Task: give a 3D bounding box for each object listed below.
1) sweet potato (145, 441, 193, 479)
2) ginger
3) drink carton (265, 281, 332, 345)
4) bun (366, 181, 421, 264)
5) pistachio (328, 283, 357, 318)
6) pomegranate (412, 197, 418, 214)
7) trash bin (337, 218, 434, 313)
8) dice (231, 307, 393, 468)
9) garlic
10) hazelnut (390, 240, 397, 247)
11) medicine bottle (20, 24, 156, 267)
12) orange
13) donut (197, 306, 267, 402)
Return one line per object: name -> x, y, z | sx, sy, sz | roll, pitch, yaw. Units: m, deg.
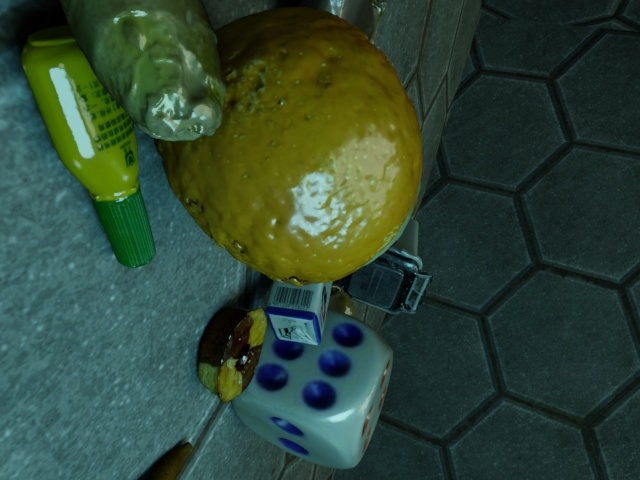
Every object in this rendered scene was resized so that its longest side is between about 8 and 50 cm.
sweet potato -> -0.292, 0.429, 0.692 | 0.264, 0.057, 0.057 | -34, 136, -59
ginger -> -0.158, -0.203, 0.337 | 0.116, 0.109, 0.263 | -46, 118, -48
drink carton -> -0.028, 0.059, 0.949 | 0.131, 0.106, 0.315 | 84, 15, -52
bun -> 0.042, -0.088, 0.799 | 0.179, 0.283, 0.283 | 33, 68, -25
pistachio -> 0.017, 0.275, 1.282 | 0.166, 0.197, 0.288 | -158, -112, -67
pomegranate -> 0.226, -0.142, 1.432 | 0.207, 0.207, 0.207 | 17, 90, -71
trash bin -> 0.252, 0.062, 1.538 | 0.368, 0.296, 0.256 | -58, 164, -56
dice -> -0.011, 0.345, 1.014 | 0.304, 0.304, 0.277 | 86, 28, -46
garlic -> 0.033, -0.429, 0.767 | 0.325, 0.132, 0.279 | -29, 132, -66
hazelnut -> 0.136, -0.043, 1.290 | 0.201, 0.160, 0.170 | -7, 93, -39
medicine bottle -> -0.225, -0.079, 0.449 | 0.095, 0.064, 0.261 | -73, 167, -50
orange -> -0.024, -0.120, 0.547 | 0.293, 0.341, 0.340 | -43, 164, 11
donut -> -0.170, 0.211, 0.821 | 0.166, 0.073, 0.184 | -34, 136, -63
